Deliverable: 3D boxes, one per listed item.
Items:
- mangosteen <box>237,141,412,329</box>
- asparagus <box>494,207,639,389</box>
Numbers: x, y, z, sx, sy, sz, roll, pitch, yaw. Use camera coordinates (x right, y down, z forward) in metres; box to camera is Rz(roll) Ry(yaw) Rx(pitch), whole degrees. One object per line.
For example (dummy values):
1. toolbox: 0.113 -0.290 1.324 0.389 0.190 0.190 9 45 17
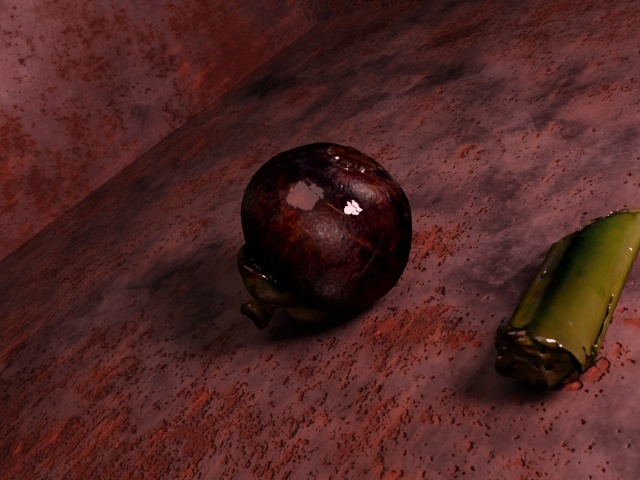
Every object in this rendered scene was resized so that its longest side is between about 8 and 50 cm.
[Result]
1. mangosteen: 0.005 -0.011 1.204 0.330 0.330 0.330 -20 30 12
2. asparagus: 0.365 0.053 0.986 0.128 0.108 0.382 8 41 37
